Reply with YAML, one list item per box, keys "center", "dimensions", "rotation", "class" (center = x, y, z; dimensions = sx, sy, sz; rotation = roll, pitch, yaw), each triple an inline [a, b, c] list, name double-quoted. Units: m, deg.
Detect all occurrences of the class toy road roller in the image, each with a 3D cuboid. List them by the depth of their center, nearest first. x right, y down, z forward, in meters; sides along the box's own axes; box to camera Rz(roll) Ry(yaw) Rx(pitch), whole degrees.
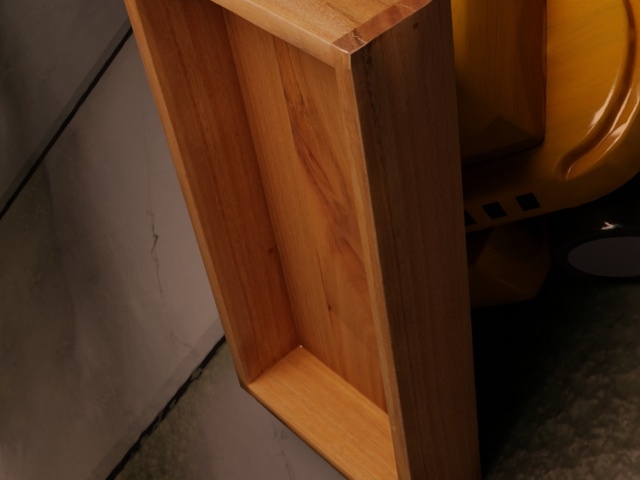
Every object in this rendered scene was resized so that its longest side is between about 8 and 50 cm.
- center: [0.087, -0.085, 0.750]
  dimensions: [0.329, 0.240, 0.203]
  rotation: [-15, 61, 42]
  class: "toy road roller"

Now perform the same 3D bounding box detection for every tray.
- center: [0.000, 0.000, 0.686]
  dimensions: [0.076, 0.411, 0.203]
  rotation: [-35, 49, -24]
  class: "tray"
